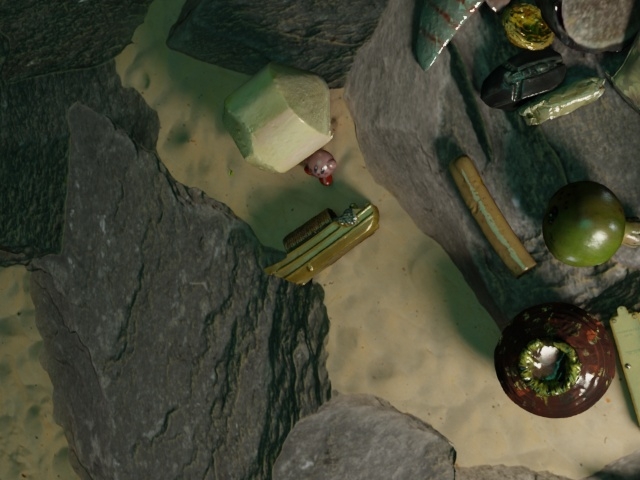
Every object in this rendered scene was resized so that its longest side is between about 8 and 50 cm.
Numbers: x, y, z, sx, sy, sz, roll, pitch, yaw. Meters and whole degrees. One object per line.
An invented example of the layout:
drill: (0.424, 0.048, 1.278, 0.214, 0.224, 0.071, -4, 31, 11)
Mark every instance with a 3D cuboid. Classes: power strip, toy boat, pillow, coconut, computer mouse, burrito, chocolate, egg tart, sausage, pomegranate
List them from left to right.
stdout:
coconut: (-0.084, -0.295, 1.875, 0.244, 0.239, 0.239, -35, 77, 22)
toy boat: (0.000, 0.000, 1.907, 0.310, 0.089, 0.115, -37, 73, 17)
toy boat: (0.297, -0.521, 1.823, 0.206, 0.096, 0.282, 49, 117, 22)
sausage: (0.373, -0.056, 1.781, 0.066, 0.066, 0.301, -34, 76, 17)
computer mouse: (0.437, -0.354, 1.763, 0.192, 0.062, 0.106, -23, 79, 21)
egg tart: (0.447, -0.457, 1.754, 0.129, 0.049, 0.129, 8, 61, -14)
burrito: (0.523, -0.300, 1.738, 0.188, 0.045, 0.058, -24, 96, 16)
chocolate: (0.545, -0.553, 1.634, 0.303, 0.303, 0.213, -47, 43, 14)
pomegranate: (0.559, -0.020, 1.655, 0.210, 0.179, 0.179, 32, 100, 6)
power strip: (0.665, 0.283, 1.671, 0.064, 0.044, 0.305, -17, 81, 19)
pillow: (0.675, -0.356, 1.600, 0.059, 0.255, 0.169, -21, 63, -21)

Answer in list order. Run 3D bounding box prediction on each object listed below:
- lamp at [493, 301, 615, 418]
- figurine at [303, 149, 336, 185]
lamp: (0.476, 0.244, 1.648, 0.247, 0.247, 0.247, -1, 88, 21)
figurine: (-0.001, -0.183, 1.924, 0.083, 0.071, 0.067, 21, 54, 13)
